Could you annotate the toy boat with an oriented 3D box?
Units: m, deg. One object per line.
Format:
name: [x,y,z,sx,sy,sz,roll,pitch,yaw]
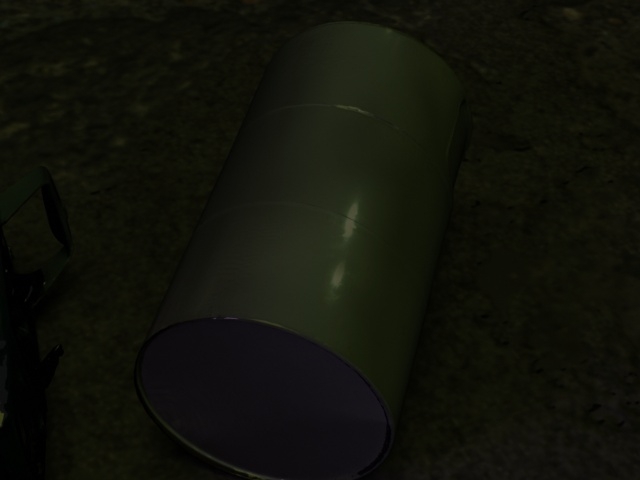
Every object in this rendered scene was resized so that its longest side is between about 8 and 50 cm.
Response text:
toy boat: [-0.163,0.051,0.573,0.103,0.093,0.246,-15,48,-8]

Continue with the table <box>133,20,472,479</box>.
table: [0.000,0.000,0.611,0.126,0.126,0.220,13,47,8]
